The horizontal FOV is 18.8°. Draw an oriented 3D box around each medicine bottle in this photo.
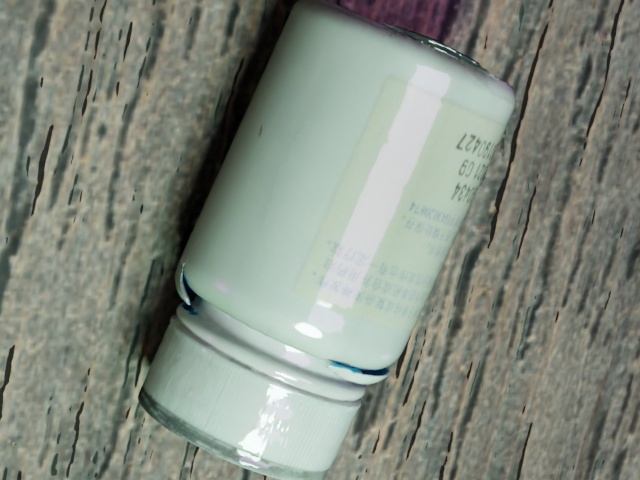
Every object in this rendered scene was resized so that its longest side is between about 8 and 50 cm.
[{"bbox_3d":[0.000,0.000,1.111,0.143,0.143,0.258,21,95,-37],"label":"medicine bottle"}]
